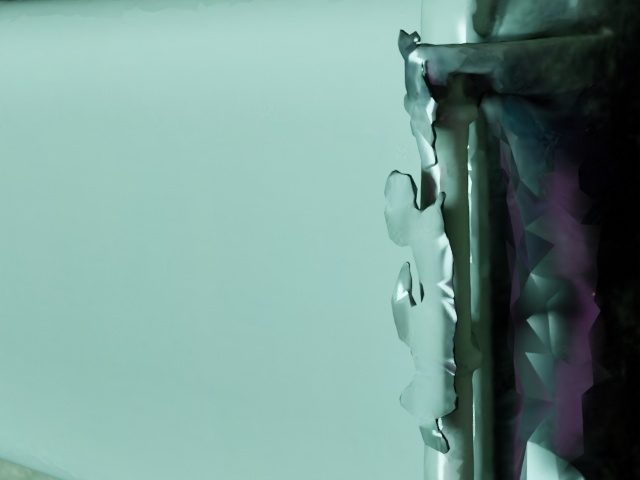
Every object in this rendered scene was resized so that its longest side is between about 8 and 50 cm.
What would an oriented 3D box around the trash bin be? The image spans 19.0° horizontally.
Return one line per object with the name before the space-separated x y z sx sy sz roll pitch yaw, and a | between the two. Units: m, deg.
trash bin | 0.000 0.000 0.701 0.367 0.296 0.256 6 104 37
